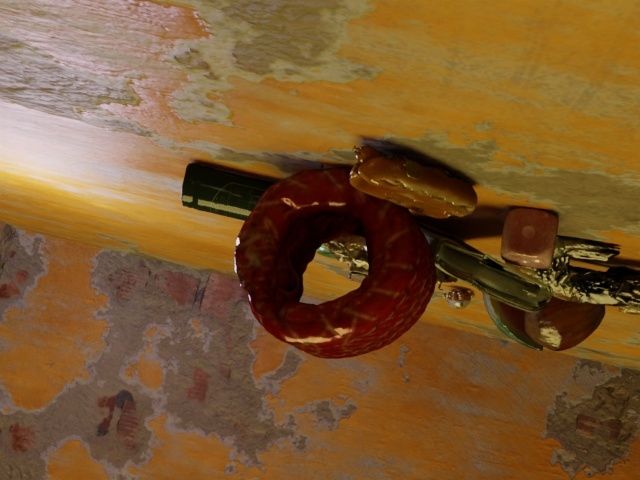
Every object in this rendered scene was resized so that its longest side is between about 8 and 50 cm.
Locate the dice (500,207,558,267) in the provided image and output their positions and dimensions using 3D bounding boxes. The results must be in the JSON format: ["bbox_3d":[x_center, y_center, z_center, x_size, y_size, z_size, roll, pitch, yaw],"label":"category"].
[{"bbox_3d":[0.384,-0.003,1.258,0.093,0.094,0.091,10,170,21],"label":"dice"}]

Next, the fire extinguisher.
[{"bbox_3d":[-0.135,-0.080,1.459,0.312,0.095,0.114,12,142,0],"label":"fire extinguisher"}]

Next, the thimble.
[{"bbox_3d":[0.030,0.044,1.289,0.350,0.349,0.230,9,165,21],"label":"thimble"}]

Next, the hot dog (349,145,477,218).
[{"bbox_3d":[0.154,-0.093,1.131,0.270,0.072,0.109,19,166,-35],"label":"hot dog"}]

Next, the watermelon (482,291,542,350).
[{"bbox_3d":[0.567,0.194,1.968,0.260,0.175,0.256,12,-152,-4],"label":"watermelon"}]

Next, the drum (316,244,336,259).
[{"bbox_3d":[-0.011,0.001,1.870,0.253,0.049,0.130,19,168,-29],"label":"drum"}]

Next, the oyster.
[{"bbox_3d":[0.166,0.042,1.660,0.337,0.133,0.198,11,172,24],"label":"oyster"}]

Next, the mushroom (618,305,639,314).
[{"bbox_3d":[0.855,0.164,1.711,0.202,0.054,0.059,4,175,19],"label":"mushroom"}]

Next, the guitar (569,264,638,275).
[{"bbox_3d":[0.630,0.075,1.528,0.271,0.038,0.084,18,164,5],"label":"guitar"}]

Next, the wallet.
[{"bbox_3d":[0.302,0.039,1.411,0.223,0.077,0.309,19,-171,-28],"label":"wallet"}]

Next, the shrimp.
[{"bbox_3d":[0.567,0.066,1.421,0.365,0.071,0.233,7,151,29],"label":"shrimp"}]

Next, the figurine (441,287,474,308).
[{"bbox_3d":[0.451,0.193,2.277,0.102,0.068,0.143,-1,176,-22],"label":"figurine"}]

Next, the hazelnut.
[{"bbox_3d":[0.626,0.195,1.772,0.210,0.186,0.210,24,158,10],"label":"hazelnut"}]
